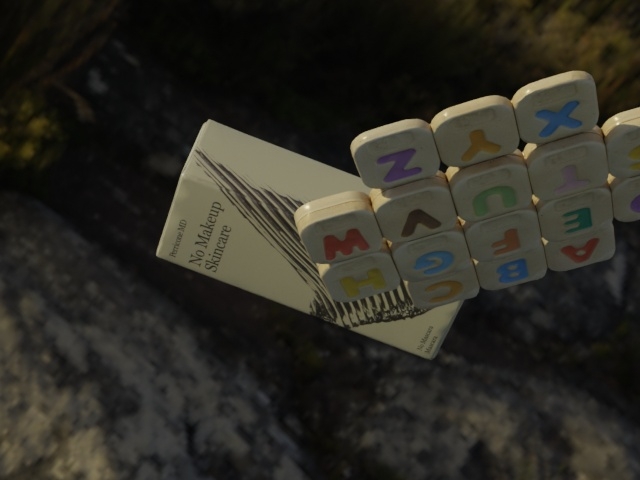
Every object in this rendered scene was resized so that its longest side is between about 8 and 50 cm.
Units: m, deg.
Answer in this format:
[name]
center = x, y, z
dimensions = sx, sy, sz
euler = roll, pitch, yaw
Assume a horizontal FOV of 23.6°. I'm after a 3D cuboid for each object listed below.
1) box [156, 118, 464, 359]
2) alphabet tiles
[box]
center = 0.000, 0.000, 1.391
dimensions = 0.275, 0.113, 0.094
euler = 19, 40, -1
[alphabet tiles]
center = 0.129, -0.024, 1.128
dimensions = 0.278, 0.284, 0.021
euler = 65, 10, -61
